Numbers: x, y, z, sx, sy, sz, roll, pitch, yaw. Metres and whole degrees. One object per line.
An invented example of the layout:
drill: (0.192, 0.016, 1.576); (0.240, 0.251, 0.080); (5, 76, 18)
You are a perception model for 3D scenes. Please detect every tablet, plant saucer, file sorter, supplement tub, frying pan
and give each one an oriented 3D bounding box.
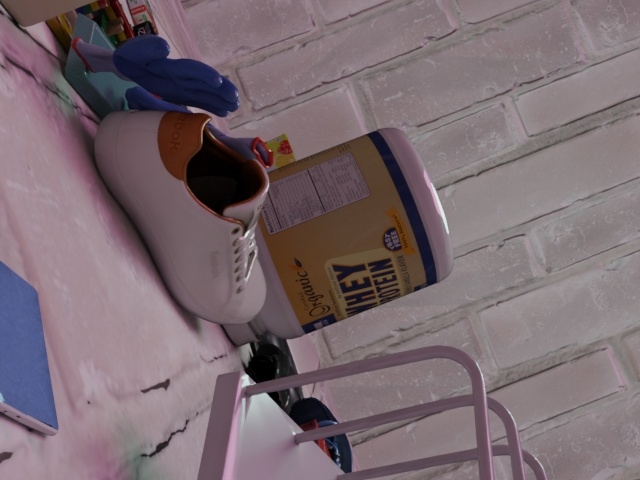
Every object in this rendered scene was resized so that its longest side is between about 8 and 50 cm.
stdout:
tablet: (-0.143, 0.047, 0.350); (0.054, 0.006, 0.083); (69, -1, -59)
plant saucer: (-0.197, -0.142, 0.741); (0.192, 0.018, 0.067); (62, 31, -68)
file sorter: (0.064, 0.218, 0.455); (0.278, 0.173, 0.193); (54, 29, -39)
supplement tub: (0.000, 0.000, 1.021); (0.228, 0.316, 0.228); (158, -90, -90)
frying pan: (-0.088, 0.158, 1.254); (0.197, 0.053, 0.326); (71, 1, -58)

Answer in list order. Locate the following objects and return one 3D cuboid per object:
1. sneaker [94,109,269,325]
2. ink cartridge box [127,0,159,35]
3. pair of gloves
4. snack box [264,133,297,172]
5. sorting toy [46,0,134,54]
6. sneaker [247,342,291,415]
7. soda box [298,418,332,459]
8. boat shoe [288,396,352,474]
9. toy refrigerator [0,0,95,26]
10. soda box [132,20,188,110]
sneaker: (-0.093, -0.006, 0.712); (0.290, 0.123, 0.106); (62, 33, -49)
ink cartridge box: (-0.306, -0.385, 1.285); (0.063, 0.029, 0.115); (70, -2, -63)
pair of gloves: (-0.127, -0.125, 0.662); (0.198, 0.159, 0.023); (63, 48, -67)
snack box: (-0.104, -0.068, 1.217); (0.207, 0.174, 0.070); (-110, 176, -51)
sorting toy: (-0.240, -0.247, 0.786); (0.275, 0.046, 0.132); (-111, 180, -55)
sneaker: (-0.071, 0.182, 1.034); (0.170, 0.051, 0.089); (-106, -179, -53)
soda box: (-0.019, 0.266, 0.685); (0.263, 0.083, 0.092); (-116, -175, -81)
boat shoe: (-0.002, 0.291, 0.985); (0.258, 0.109, 0.089); (-116, -179, -59)
toy refrigerator: (-0.221, -0.270, 0.467); (0.269, 0.094, 0.102); (71, -3, -67)
soda box: (-0.220, -0.203, 0.996); (0.060, 0.053, 0.169); (-114, -177, -70)
